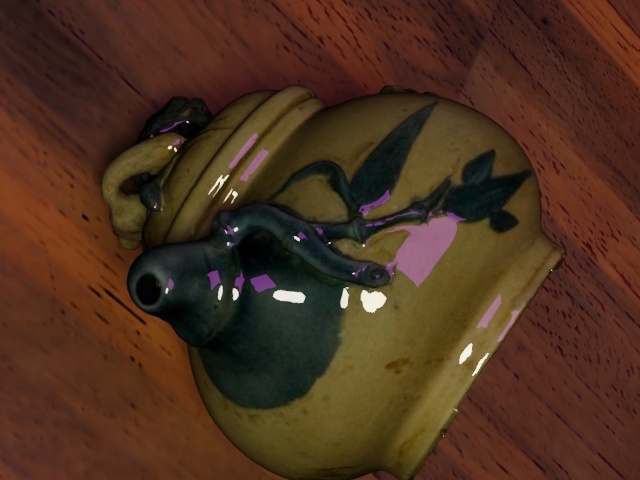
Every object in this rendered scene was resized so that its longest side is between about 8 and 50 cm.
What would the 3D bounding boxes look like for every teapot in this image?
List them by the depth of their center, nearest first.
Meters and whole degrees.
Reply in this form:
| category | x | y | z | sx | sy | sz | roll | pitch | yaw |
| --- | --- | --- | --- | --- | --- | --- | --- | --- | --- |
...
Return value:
| category | x | y | z | sx | sy | sz | roll | pitch | yaw |
| --- | --- | --- | --- | --- | --- | --- | --- | --- | --- |
| teapot | 0.000 | 0.000 | 0.618 | 0.182 | 0.173 | 0.269 | 33 | 22 | 8 |
